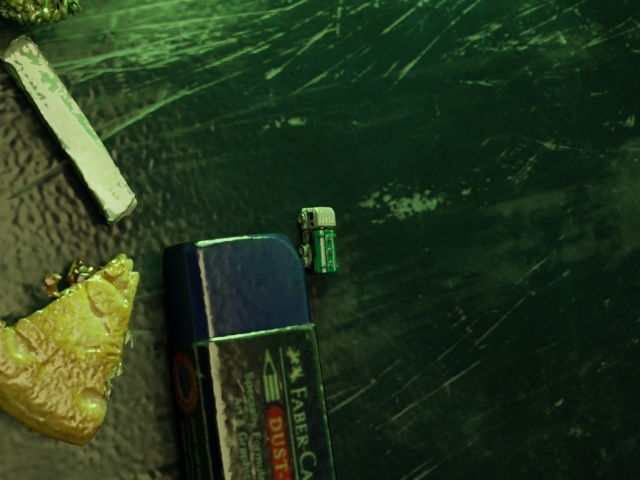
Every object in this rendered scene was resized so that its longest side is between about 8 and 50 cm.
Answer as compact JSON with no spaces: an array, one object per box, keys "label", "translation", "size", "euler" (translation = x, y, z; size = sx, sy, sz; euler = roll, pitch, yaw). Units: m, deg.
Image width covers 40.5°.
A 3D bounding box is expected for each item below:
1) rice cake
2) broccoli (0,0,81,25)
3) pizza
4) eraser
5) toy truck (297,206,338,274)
[{"label":"rice cake","translation":[-0.260,-0.114,0.902],"size":[0.043,0.034,0.211],"euler":[-35,102,-21]},{"label":"broccoli","translation":[-0.285,-0.301,0.839],"size":[0.160,0.154,0.167],"euler":[-22,87,5]},{"label":"pizza","translation":[-0.250,0.090,0.861],"size":[0.154,0.069,0.194],"euler":[42,58,-19]},{"label":"eraser","translation":[-0.073,0.161,0.934],"size":[0.155,0.101,0.332],"euler":[-6,87,-32]},{"label":"toy truck","translation":[0.000,0.000,1.035],"size":[0.039,0.044,0.083],"euler":[0,83,-34]}]
